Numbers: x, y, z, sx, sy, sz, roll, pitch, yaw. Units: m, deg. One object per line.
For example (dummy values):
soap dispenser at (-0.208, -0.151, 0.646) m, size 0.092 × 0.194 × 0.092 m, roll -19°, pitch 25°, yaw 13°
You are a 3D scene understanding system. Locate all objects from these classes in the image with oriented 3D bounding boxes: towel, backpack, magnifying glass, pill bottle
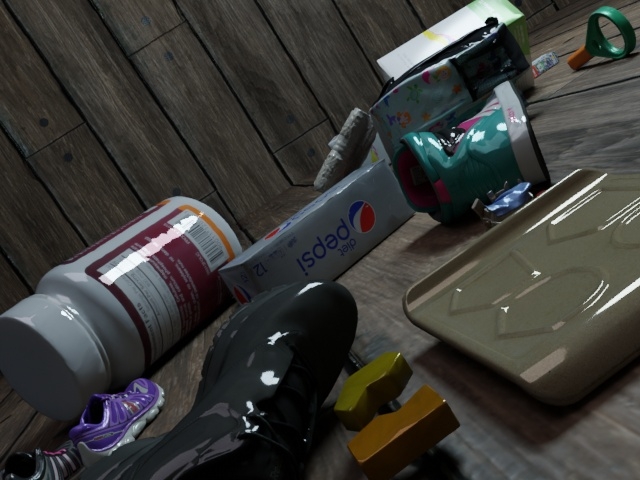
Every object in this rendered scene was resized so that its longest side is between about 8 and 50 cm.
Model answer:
towel at (0.059, -0.173, 1.537) m, size 0.187 × 0.049 × 0.282 m, roll -63°, pitch -7°, yaw 4°
backpack at (0.223, -0.248, 1.270) m, size 0.253 × 0.191 × 0.225 m, roll -26°, pitch 2°, yaw -9°
magnifying glass at (0.490, -0.347, 1.272) m, size 0.026 × 0.092 × 0.231 m, roll -37°, pitch -1°, yaw 0°
pill bottle at (-0.322, 0.103, 1.189) m, size 0.224 × 0.224 × 0.392 m, roll -25°, pitch 11°, yaw 42°

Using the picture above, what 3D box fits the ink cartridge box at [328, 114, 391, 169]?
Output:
ink cartridge box at (0.128, -0.242, 1.788) m, size 0.176 × 0.127 × 0.128 m, roll -31°, pitch 9°, yaw 16°

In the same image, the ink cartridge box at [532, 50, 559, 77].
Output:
ink cartridge box at (0.487, -0.391, 1.653) m, size 0.115 × 0.029 × 0.063 m, roll -34°, pitch 9°, yaw -7°

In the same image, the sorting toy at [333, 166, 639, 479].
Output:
sorting toy at (0.141, 0.045, 0.489) m, size 0.307 × 0.041 × 0.229 m, roll -34°, pitch 13°, yaw -7°

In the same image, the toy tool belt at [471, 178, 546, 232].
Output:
toy tool belt at (0.189, -0.036, 0.697) m, size 0.083 × 0.051 × 0.052 m, roll -35°, pitch 9°, yaw -15°

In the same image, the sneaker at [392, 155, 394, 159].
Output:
sneaker at (0.203, -0.177, 1.460) m, size 0.135 × 0.052 × 0.058 m, roll -38°, pitch 13°, yaw 29°

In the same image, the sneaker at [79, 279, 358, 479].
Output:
sneaker at (-0.047, 0.135, 0.500) m, size 0.130 × 0.109 × 0.286 m, roll -11°, pitch 32°, yaw 51°

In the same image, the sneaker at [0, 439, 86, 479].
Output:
sneaker at (-0.307, 0.254, 0.789) m, size 0.063 × 0.075 × 0.170 m, roll -32°, pitch 9°, yaw 8°

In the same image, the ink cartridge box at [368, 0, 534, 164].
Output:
ink cartridge box at (0.254, -0.330, 1.491) m, size 0.353 × 0.207 × 0.119 m, roll -31°, pitch 52°, yaw 2°

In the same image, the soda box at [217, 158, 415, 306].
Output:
soda box at (0.000, 0.000, 1.018) m, size 0.286 × 0.098 × 0.091 m, roll -38°, pitch 12°, yaw -29°

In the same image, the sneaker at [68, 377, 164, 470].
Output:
sneaker at (-0.242, 0.203, 0.857) m, size 0.068 × 0.071 × 0.170 m, roll -31°, pitch 8°, yaw 13°

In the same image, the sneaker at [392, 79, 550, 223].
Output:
sneaker at (0.185, -0.109, 0.919) m, size 0.178 × 0.124 × 0.295 m, roll -20°, pitch 13°, yaw 17°
